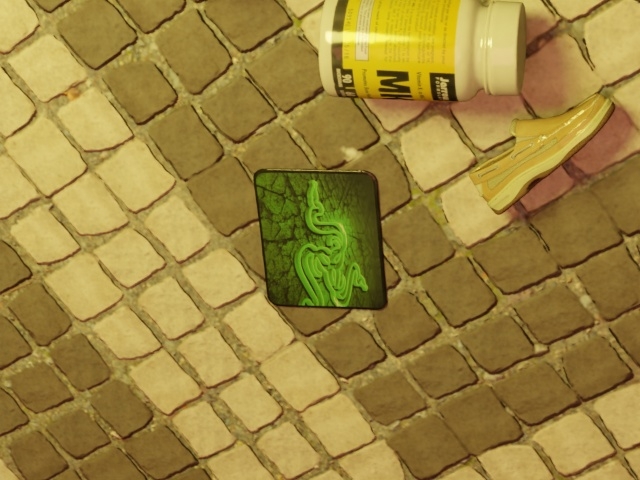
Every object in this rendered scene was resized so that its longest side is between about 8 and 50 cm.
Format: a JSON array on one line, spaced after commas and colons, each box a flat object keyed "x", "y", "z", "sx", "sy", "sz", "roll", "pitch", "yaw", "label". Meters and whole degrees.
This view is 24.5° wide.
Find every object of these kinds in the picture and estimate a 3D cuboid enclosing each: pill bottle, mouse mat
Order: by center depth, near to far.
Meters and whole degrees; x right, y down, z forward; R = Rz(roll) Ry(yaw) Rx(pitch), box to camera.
[{"x": 0.111, "y": -0.207, "z": 1.570, "sx": 0.208, "sy": 0.119, "sz": 0.119, "roll": 3, "pitch": 118, "yaw": 14, "label": "pill bottle"}, {"x": 0.000, "y": 0.000, "z": 1.777, "sx": 0.153, "sy": 0.007, "sz": 0.189, "roll": 1, "pitch": 119, "yaw": 14, "label": "mouse mat"}]

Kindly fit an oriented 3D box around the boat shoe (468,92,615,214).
[{"x": 0.238, "y": -0.107, "z": 1.624, "sx": 0.072, "sy": 0.068, "sz": 0.190, "roll": 48, "pitch": 119, "yaw": 1, "label": "boat shoe"}]
